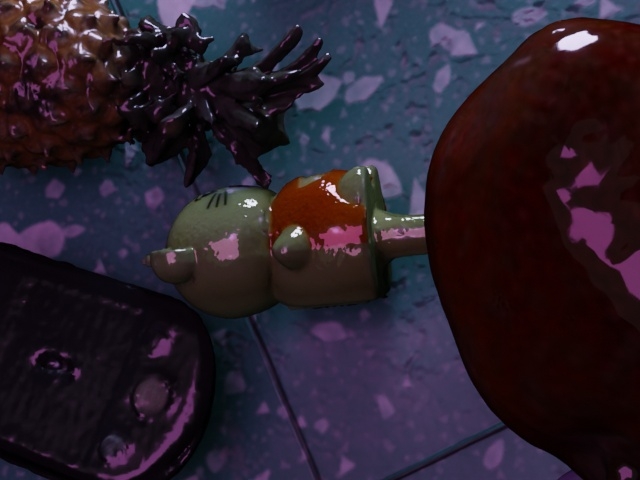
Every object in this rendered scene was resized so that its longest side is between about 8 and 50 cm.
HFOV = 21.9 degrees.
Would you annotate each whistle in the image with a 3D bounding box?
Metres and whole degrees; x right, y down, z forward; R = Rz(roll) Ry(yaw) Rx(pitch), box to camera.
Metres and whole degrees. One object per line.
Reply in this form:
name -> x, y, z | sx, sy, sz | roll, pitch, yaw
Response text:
whistle -> 0.000, 0.000, 1.269 | 0.289, 0.131, 0.106 | -7, 91, 11

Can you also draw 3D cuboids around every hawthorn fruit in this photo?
hawthorn fruit -> 0.225, 0.011, 1.092 | 0.308, 0.308, 0.324 | -33, 59, 12

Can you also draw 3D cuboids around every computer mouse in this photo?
computer mouse -> -0.199, 0.108, 1.335 | 0.269, 0.100, 0.170 | 19, 76, 20

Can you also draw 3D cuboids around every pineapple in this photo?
pineapple -> -0.150, -0.128, 1.340 | 0.341, 0.169, 0.169 | 3, 82, 14

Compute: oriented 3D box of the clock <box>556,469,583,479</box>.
clock -> 0.254, 0.236, 1.171 | 0.198, 0.064, 0.172 | -13, 77, 18
